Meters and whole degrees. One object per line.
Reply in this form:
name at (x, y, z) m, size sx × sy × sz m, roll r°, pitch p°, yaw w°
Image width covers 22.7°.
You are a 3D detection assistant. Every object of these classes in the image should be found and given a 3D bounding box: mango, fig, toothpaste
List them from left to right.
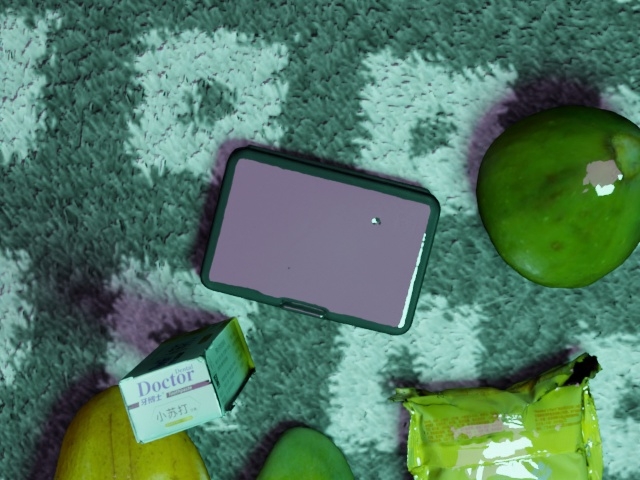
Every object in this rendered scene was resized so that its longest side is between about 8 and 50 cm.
mango at (-0.192, 0.281, 1.657) m, size 0.187 × 0.138 × 0.257 m, roll 6°, pitch 90°, yaw 19°
toothpaste at (-0.123, 0.132, 1.553) m, size 0.089 × 0.313 × 0.071 m, roll -18°, pitch 93°, yaw 4°
mango at (-0.025, 0.293, 1.677) m, size 0.130 × 0.092 × 0.195 m, roll 3°, pitch 85°, yaw 3°
fig at (0.256, -0.050, 1.606) m, size 0.181 × 0.191 × 0.181 m, roll 9°, pitch 65°, yaw -19°

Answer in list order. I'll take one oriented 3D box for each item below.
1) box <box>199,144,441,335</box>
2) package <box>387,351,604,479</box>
box at (0.000, 0.000, 1.672) m, size 0.230 × 0.050 × 0.160 m, roll 14°, pitch 94°, yaw 0°
package at (0.189, 0.212, 1.662) m, size 0.226 × 0.090 × 0.168 m, roll -7°, pitch 91°, yaw -1°
